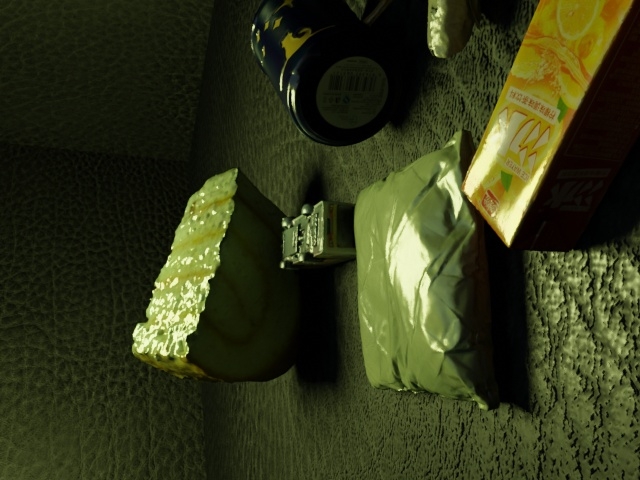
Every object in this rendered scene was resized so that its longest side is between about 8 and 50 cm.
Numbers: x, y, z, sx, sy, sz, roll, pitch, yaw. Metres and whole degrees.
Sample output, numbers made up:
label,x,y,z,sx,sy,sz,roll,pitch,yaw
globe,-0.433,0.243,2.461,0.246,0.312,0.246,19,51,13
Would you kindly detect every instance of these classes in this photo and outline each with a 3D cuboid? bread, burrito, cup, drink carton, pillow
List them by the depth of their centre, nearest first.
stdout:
label,x,y,z,sx,sy,sz,roll,pitch,yaw
drink carton,0.194,-0.106,0.457,0.096,0.070,0.223,-112,32,-49
burrito,0.137,-0.308,0.597,0.087,0.060,0.226,-54,-35,-54
pillow,0.102,0.043,0.690,0.280,0.076,0.275,154,116,-69
cup,0.015,-0.297,0.859,0.256,0.178,0.255,-116,33,-51
bread,-0.155,0.089,1.150,0.239,0.264,0.396,-17,50,50

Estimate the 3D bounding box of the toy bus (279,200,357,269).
label,x,y,z,sx,sy,sz,roll,pitch,yaw
toy bus,0.000,0.000,0.952,0.268,0.106,0.092,155,117,-71
